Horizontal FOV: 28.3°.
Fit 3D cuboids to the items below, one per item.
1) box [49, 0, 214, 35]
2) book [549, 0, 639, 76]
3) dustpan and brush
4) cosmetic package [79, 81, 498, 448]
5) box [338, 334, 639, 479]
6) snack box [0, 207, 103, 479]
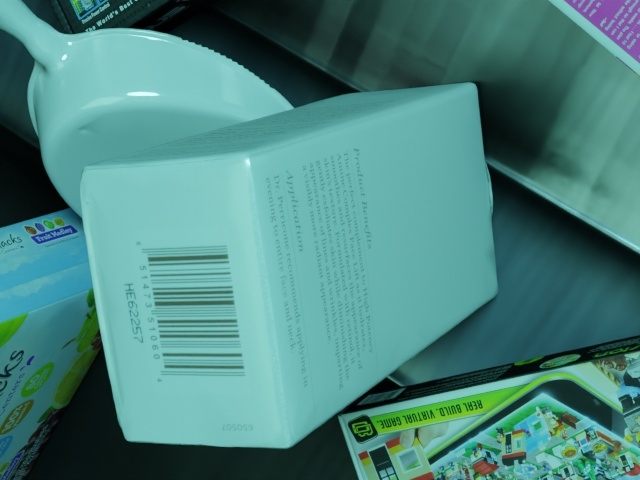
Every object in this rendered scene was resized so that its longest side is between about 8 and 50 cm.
[{"bbox_3d":[-0.063,-0.250,0.646,0.270,0.060,0.216,-26,90,30],"label":"box"},{"bbox_3d":[0.141,-0.143,0.582,0.144,0.035,0.096,44,121,12],"label":"book"},{"bbox_3d":[-0.121,-0.079,0.675,0.147,0.211,0.060,-28,51,30],"label":"dustpan and brush"},{"bbox_3d":[0.000,0.000,0.574,0.085,0.231,0.117,-2,101,28],"label":"cosmetic package"},{"bbox_3d":[0.120,0.118,0.653,0.207,0.036,0.114,-17,94,30],"label":"box"},{"bbox_3d":[-0.215,0.090,0.742,0.070,0.174,0.207,40,116,15],"label":"snack box"}]
